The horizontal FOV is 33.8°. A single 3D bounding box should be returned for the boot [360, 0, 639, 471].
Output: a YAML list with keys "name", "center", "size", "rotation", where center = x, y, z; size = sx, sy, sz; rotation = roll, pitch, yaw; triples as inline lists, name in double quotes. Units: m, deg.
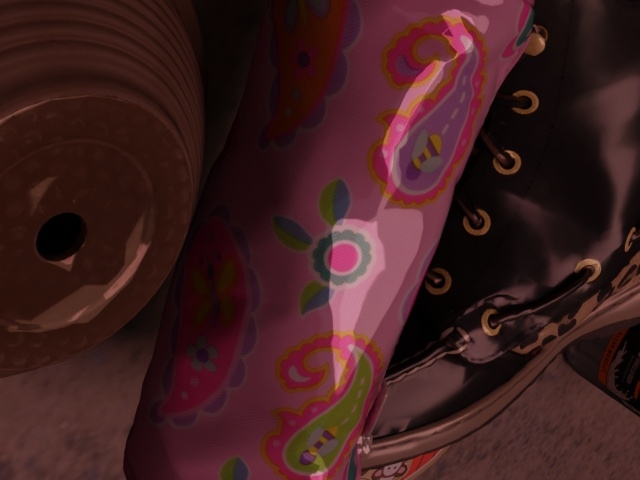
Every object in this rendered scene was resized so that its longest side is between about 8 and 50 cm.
- name: "boot"
  center: [0.091, -0.048, 0.603]
  size: [0.377, 0.138, 0.284]
  rotation: [-22, 125, -14]

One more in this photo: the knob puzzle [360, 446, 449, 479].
- name: "knob puzzle"
  center: [0.077, 0.132, 0.809]
  size: [0.213, 0.030, 0.213]
  rotation: [-26, 134, -30]

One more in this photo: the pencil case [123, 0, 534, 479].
- name: "pencil case"
  center: [0.000, 0.000, 0.485]
  size: [0.124, 0.124, 0.284]
  rotation: [2, 112, -46]

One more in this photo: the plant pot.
- name: "plant pot"
  center: [-0.128, -0.027, 0.420]
  size: [0.237, 0.110, 0.237]
  rotation: [-27, 135, -31]

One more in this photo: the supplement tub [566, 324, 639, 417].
- name: "supplement tub"
  center: [0.320, 0.113, 0.911]
  size: [0.117, 0.190, 0.117]
  rotation: [-26, 134, -31]
